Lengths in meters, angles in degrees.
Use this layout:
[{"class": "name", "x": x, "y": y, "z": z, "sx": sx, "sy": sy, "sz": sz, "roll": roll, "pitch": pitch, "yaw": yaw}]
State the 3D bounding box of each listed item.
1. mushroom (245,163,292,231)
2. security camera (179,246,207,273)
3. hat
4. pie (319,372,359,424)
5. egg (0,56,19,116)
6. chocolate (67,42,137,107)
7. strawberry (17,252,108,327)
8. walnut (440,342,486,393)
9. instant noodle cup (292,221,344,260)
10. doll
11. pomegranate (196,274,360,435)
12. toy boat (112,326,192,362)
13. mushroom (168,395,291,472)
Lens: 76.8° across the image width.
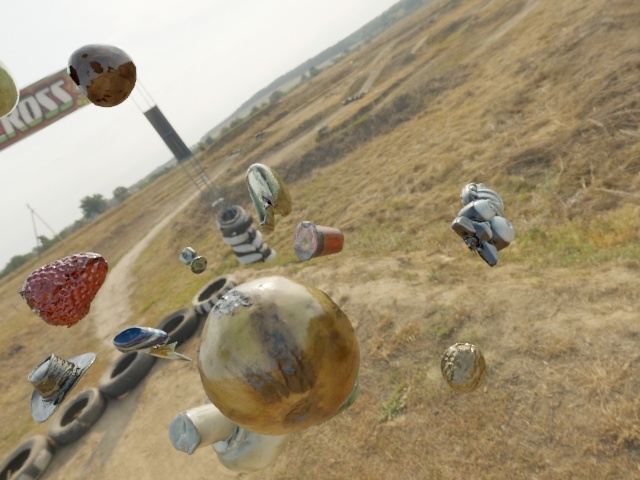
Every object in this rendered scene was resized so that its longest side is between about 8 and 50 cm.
[{"class": "mushroom", "x": -0.204, "y": -0.209, "z": 1.796, "sx": 0.212, "sy": 0.291, "sz": 0.217, "roll": 3, "pitch": -26, "yaw": -29}, {"class": "security camera", "x": -0.381, "y": 0.056, "z": 1.188, "sx": 0.092, "sy": 0.058, "sz": 0.058, "roll": 23, "pitch": 55, "yaw": 34}, {"class": "hat", "x": -0.382, "y": 0.196, "z": 0.578, "sx": 0.121, "sy": 0.050, "sz": 0.121, "roll": -26, "pitch": 31, "yaw": 16}, {"class": "pie", "x": -0.014, "y": 0.345, "z": 1.022, "sx": 0.241, "sy": 0.054, "sz": 0.240, "roll": -4, "pitch": 43, "yaw": 3}, {"class": "egg", "x": -0.947, "y": -0.426, "z": 1.082, "sx": 0.218, "sy": 0.218, "sz": 0.295, "roll": -36, "pitch": 6, "yaw": -7}, {"class": "chocolate", "x": -0.585, "y": -0.458, "z": 1.101, "sx": 0.177, "sy": 0.176, "sz": 0.176, "roll": -30, "pitch": 20, "yaw": 12}, {"class": "strawberry", "x": -0.783, "y": 0.138, "z": 1.266, "sx": 0.244, "sy": 0.205, "sz": 0.205, "roll": -43, "pitch": 21, "yaw": -21}, {"class": "walnut", "x": 0.272, "y": 0.244, "z": 0.772, "sx": 0.083, "sy": 0.096, "sz": 0.079, "roll": 20, "pitch": 4, "yaw": 22}, {"class": "instant noodle cup", "x": -0.001, "y": 0.002, "z": 1.309, "sx": 0.136, "sy": 0.127, "sz": 0.127, "roll": -2, "pitch": -5, "yaw": -40}, {"class": "doll", "x": 0.253, "y": -0.036, "z": 0.628, "sx": 0.067, "sy": 0.091, "sz": 0.219, "roll": -40, "pitch": 4, "yaw": 35}, {"class": "pomegranate", "x": -0.082, "y": 0.223, "z": 0.798, "sx": 0.322, "sy": 0.322, "sz": 0.322, "roll": -30, "pitch": 20, "yaw": 12}, {"class": "toy boat", "x": -0.543, "y": 0.362, "z": 1.362, "sx": 0.221, "sy": 0.291, "sz": 0.067, "roll": -15, "pitch": 56, "yaw": 21}, {"class": "mushroom", "x": -0.255, "y": 0.504, "z": 1.159, "sx": 0.315, "sy": 0.336, "sz": 0.314, "roll": -9, "pitch": 75, "yaw": 34}]
